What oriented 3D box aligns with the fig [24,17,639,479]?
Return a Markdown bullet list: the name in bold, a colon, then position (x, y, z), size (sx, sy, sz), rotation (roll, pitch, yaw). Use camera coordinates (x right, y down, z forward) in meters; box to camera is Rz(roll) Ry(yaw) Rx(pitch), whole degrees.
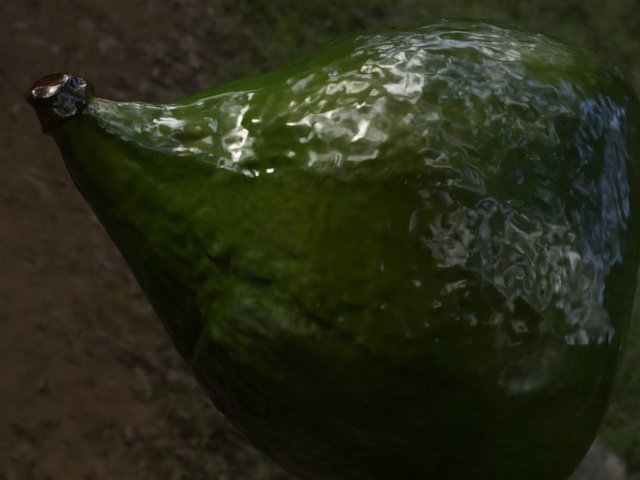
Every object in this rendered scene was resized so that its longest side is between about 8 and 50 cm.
- **fig**: position (0.000, 0.000, 0.597), size (0.235, 0.203, 0.203), rotation (13, 23, -6)
